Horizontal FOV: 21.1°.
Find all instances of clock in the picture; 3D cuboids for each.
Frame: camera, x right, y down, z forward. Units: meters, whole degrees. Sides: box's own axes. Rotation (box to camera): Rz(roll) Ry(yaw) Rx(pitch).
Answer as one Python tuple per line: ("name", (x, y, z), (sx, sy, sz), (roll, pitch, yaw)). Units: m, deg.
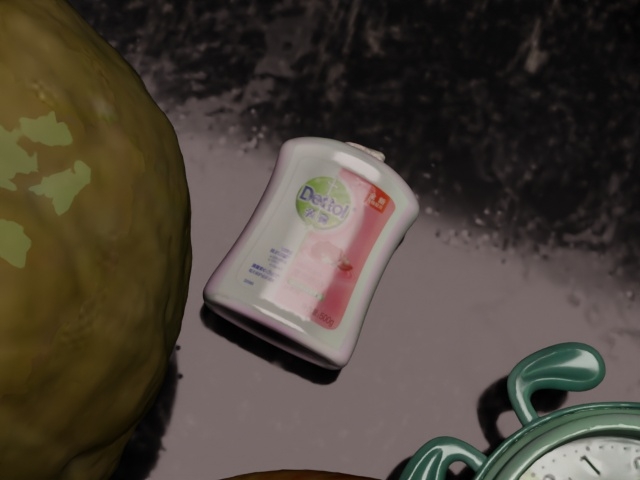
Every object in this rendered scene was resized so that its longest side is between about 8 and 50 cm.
("clock", (0.127, 0.141, 0.743), (0.148, 0.060, 0.188), (-37, 82, -12))

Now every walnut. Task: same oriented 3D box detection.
("walnut", (-0.196, 0.000, 0.639), (0.253, 0.277, 0.282), (-42, 73, -19))

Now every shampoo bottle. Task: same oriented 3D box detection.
("shampoo bottle", (0.000, 0.000, 0.771), (0.072, 0.043, 0.099), (27, 76, 1))

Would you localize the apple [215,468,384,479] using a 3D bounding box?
("apple", (-0.014, 0.222, 0.617), (0.264, 0.264, 0.264), (1, 77, -6))
